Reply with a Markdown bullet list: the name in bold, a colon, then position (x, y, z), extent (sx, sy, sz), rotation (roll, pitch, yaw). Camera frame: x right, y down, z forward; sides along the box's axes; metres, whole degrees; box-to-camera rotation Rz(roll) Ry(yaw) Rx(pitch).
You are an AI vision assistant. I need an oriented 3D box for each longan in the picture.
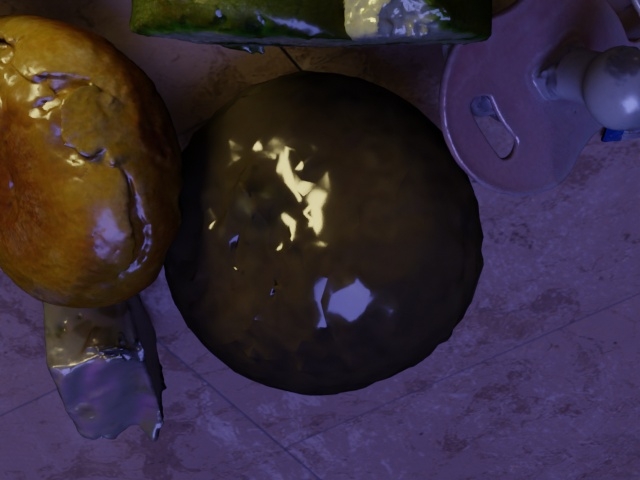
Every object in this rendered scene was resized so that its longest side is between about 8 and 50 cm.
- **longan**: position (0.000, 0.000, 2.018), extent (0.391, 0.391, 0.391), rotation (-5, 139, -4)

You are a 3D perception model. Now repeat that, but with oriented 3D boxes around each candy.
- **candy**: position (-0.291, 0.152, 2.293), extent (0.137, 0.185, 0.195), rotation (-14, 139, -1)

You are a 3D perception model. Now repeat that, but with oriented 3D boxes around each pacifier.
- **pacifier**: position (0.284, -0.194, 1.946), extent (0.332, 0.273, 0.220), rotation (-41, 154, -11)

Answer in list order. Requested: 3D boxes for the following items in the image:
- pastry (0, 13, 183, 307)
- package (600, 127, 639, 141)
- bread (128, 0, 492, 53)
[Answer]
- **pastry**: position (-0.305, -0.085, 1.932), extent (0.164, 0.356, 0.356), rotation (-29, 161, -47)
- **package**: position (0.451, -0.185, 2.157), extent (0.173, 0.027, 0.171), rotation (-2, 142, -7)
- **bread**: position (-0.002, -0.259, 1.756), extent (0.366, 0.129, 0.382), rotation (-2, -175, -32)
